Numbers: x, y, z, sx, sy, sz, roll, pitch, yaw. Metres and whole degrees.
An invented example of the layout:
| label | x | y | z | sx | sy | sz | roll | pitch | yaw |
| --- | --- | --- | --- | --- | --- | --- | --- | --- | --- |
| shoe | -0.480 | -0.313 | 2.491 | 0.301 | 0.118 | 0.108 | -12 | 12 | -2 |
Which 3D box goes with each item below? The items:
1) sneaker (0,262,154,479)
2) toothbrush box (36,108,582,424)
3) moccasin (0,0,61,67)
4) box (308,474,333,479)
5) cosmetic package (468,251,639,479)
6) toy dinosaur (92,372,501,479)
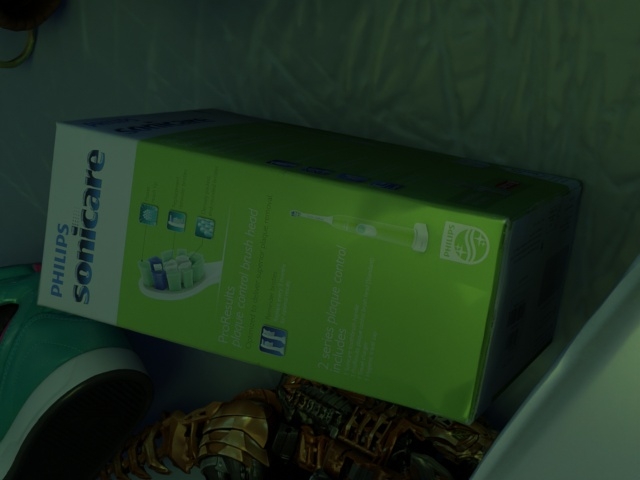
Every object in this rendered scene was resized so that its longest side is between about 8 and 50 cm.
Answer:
| label | x | y | z | sx | sy | sz | roll | pitch | yaw |
| --- | --- | --- | --- | --- | --- | --- | --- | --- | --- |
| sneaker | -0.254 | 0.120 | 0.955 | 0.295 | 0.123 | 0.178 | -45 | 54 | 25 |
| toothbrush box | 0.000 | 0.000 | 0.805 | 0.283 | 0.206 | 0.122 | 14 | 103 | 19 |
| moccasin | -0.232 | -0.209 | 0.918 | 0.379 | 0.139 | 0.147 | -7 | 86 | 14 |
| box | 0.081 | 0.294 | 0.787 | 0.307 | 0.076 | 0.243 | 19 | 110 | -24 |
| cosmetic package | 0.345 | 0.093 | 0.610 | 0.393 | 0.329 | 0.327 | 38 | 110 | 14 |
| toy dinosaur | -0.026 | 0.179 | 0.898 | 0.322 | 0.164 | 0.219 | -6 | 80 | 49 |
